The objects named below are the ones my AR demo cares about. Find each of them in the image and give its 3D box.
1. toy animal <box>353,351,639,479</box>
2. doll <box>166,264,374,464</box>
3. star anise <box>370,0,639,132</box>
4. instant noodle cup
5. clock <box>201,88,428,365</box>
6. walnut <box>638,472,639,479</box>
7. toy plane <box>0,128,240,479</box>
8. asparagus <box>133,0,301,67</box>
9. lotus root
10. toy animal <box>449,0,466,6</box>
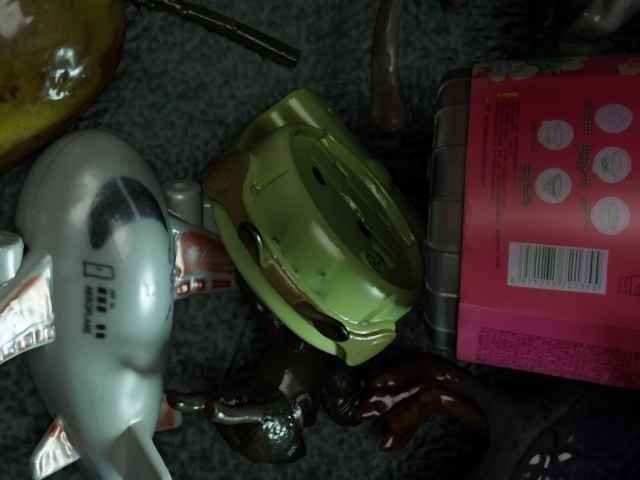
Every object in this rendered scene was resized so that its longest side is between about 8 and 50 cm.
[{"bbox_3d":[0.130,0.152,1.233,0.298,0.122,0.185,-39,63,-17],"label":"toy animal"},{"bbox_3d":[-0.020,0.093,1.231,0.165,0.057,0.139,44,59,-42],"label":"doll"},{"bbox_3d":[0.212,-0.217,1.182,0.316,0.139,0.359,9,106,-15],"label":"star anise"},{"bbox_3d":[0.157,-0.015,1.122,0.182,0.258,0.302,4,55,5],"label":"instant noodle cup"},{"bbox_3d":[0.000,0.000,1.176,0.069,0.232,0.170,-37,97,20],"label":"clock"},{"bbox_3d":[0.360,0.194,1.230,0.336,0.209,0.208,11,90,-37],"label":"walnut"},{"bbox_3d":[-0.143,0.049,1.200,0.252,0.118,0.252,-14,112,-38],"label":"toy plane"},{"bbox_3d":[-0.073,-0.152,1.270,0.127,0.015,0.018,22,87,-7],"label":"asparagus"},{"bbox_3d":[-0.231,-0.125,1.170,0.314,0.141,0.169,-26,115,14],"label":"lotus root"},{"bbox_3d":[0.081,-0.215,1.257,0.150,0.083,0.089,1,78,-7],"label":"toy animal"}]
